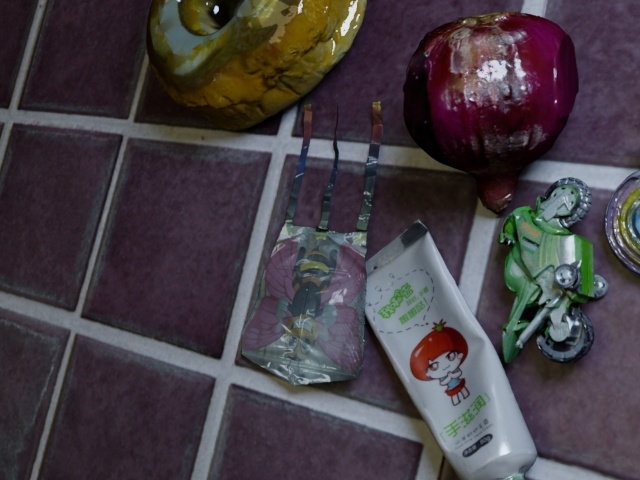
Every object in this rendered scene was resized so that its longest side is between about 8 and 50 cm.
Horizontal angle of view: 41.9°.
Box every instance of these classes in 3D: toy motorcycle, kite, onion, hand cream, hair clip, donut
[{"bbox_3d":[0.228,0.030,0.855,0.106,0.074,0.190,-6,75,42],"label":"toy motorcycle"},{"bbox_3d":[0.002,0.001,1.035,0.204,0.022,0.360,6,81,41],"label":"kite"},{"bbox_3d":[0.190,-0.126,0.869,0.140,0.195,0.218,2,114,33],"label":"onion"},{"bbox_3d":[0.134,0.134,0.901,0.121,0.076,0.336,-39,53,19],"label":"hand cream"},{"bbox_3d":[0.335,-0.026,0.816,0.116,0.049,0.172,-2,85,47],"label":"hair clip"},{"bbox_3d":[-0.096,-0.312,1.098,0.330,0.160,0.329,-3,83,29],"label":"donut"}]
